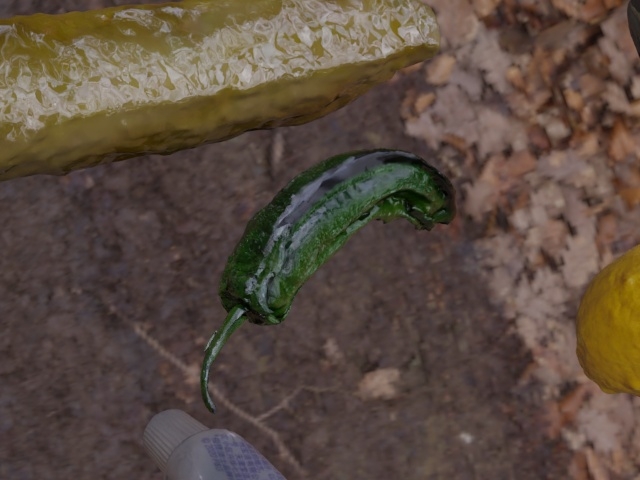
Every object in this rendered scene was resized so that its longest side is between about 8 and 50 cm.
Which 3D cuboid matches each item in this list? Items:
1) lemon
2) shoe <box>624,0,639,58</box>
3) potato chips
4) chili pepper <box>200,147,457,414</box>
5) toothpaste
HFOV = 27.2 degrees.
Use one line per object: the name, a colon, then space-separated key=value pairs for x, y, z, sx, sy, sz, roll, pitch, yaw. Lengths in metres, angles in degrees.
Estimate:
lemon: x=0.259 y=0.064 z=1.028 sx=0.114 sy=0.155 sz=0.114 roll=16 pitch=46 yaw=-18
shoe: x=0.230 y=-0.073 z=0.780 sx=0.194 sy=0.077 sz=0.074 roll=42 pitch=60 yaw=-24
potato chips: x=-0.142 y=-0.039 z=0.413 sx=0.407 sy=0.080 sz=0.057 roll=-14 pitch=77 yaw=-34
chili pepper: x=0.000 y=-0.001 z=0.951 sx=0.279 sy=0.065 sz=0.122 roll=-32 pitch=122 yaw=-33
toothpaste: x=-0.039 y=0.188 z=0.882 sx=0.099 sy=0.282 sz=0.068 roll=-23 pitch=121 yaw=-25
